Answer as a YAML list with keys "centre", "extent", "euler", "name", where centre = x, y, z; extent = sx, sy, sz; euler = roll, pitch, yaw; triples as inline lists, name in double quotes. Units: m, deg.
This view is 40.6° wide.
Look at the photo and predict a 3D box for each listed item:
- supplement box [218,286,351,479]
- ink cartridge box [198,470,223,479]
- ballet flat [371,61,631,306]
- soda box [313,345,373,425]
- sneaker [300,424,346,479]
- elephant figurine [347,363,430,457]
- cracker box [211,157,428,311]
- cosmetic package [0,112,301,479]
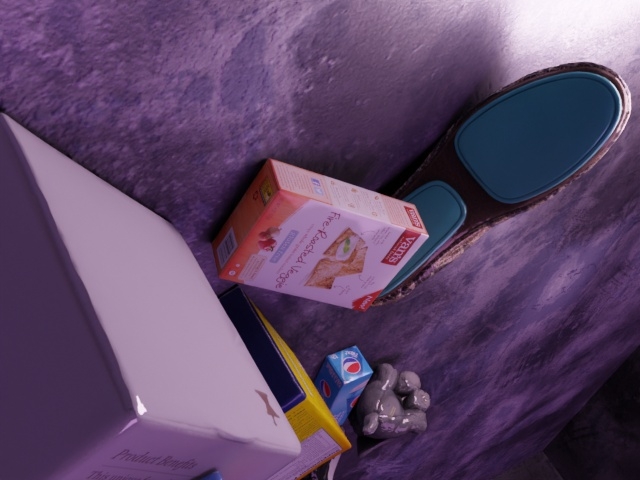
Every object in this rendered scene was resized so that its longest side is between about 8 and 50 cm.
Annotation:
- centre: [-0.111, 0.254, 1.328]
  extent: [0.194, 0.195, 0.356]
  euler: [-32, 152, -3]
  name: "supplement box"
- centre: [-0.109, 0.431, 0.683]
  extent: [0.269, 0.396, 0.151]
  euler: [-24, 151, -21]
  name: "ink cartridge box"
- centre: [0.220, -0.082, 1.233]
  extent: [0.482, 0.164, 0.182]
  euler: [-40, 174, 23]
  name: "ballet flat"
- centre: [0.029, 0.296, 1.688]
  extent: [0.071, 0.067, 0.210]
  euler: [-17, 148, -30]
  name: "soda box"
- centre: [-0.029, 0.489, 1.771]
  extent: [0.107, 0.284, 0.124]
  euler: [-1, 156, 22]
  name: "sneaker"
- centre: [0.112, 0.377, 1.837]
  extent: [0.185, 0.170, 0.239]
  euler: [20, 144, -24]
  name: "elephant figurine"
- centre: [0.000, 0.000, 1.106]
  extent: [0.232, 0.067, 0.156]
  euler: [14, 128, -32]
  name: "cracker box"
- centre: [-0.300, 0.168, 0.839]
  extent: [0.393, 0.327, 0.329]
  euler: [-37, 153, 6]
  name: "cosmetic package"
